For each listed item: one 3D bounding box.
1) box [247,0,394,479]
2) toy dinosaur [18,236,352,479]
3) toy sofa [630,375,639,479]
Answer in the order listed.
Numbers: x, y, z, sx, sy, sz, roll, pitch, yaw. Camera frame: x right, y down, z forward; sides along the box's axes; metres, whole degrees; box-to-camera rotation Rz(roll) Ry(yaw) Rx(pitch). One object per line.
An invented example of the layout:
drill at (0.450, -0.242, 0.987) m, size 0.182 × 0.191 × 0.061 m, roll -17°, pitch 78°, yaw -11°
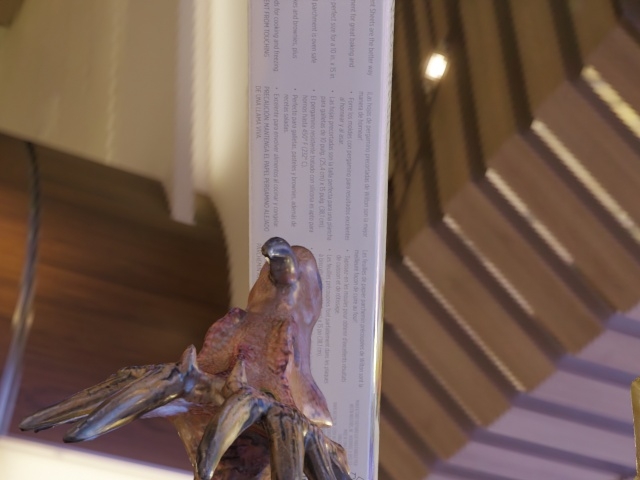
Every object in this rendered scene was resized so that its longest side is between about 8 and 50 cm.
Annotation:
box at (0.000, 0.000, 0.679) m, size 0.063 × 0.067 × 0.324 m, roll -75°, pitch 166°, yaw -66°
toy dinosaur at (-0.020, 0.139, 0.426) m, size 0.296 × 0.127 × 0.200 m, roll -125°, pitch -139°, yaw -51°
toy sofa at (0.400, 0.122, 0.981) m, size 0.150 × 0.362 × 0.177 m, roll 41°, pitch -29°, yaw 49°
